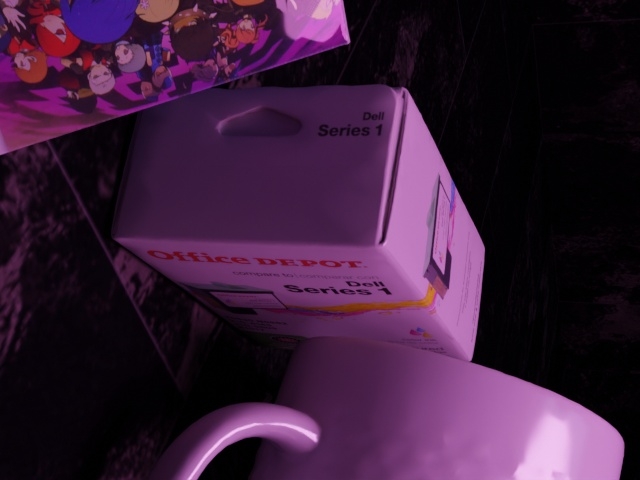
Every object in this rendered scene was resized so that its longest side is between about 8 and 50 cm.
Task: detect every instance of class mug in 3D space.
[{"bbox_3d":[0.023,0.254,0.676,0.374,0.276,0.327,30,68,-32],"label":"mug"}]

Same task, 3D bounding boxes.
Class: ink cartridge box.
[{"bbox_3d":[0.000,0.000,0.718,0.278,0.202,0.117,48,47,-60],"label":"ink cartridge box"}]

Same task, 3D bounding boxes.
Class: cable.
[{"bbox_3d":[-0.059,0.218,0.799,0.150,0.047,0.184,43,53,-62],"label":"cable"}]

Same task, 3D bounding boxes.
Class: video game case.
[{"bbox_3d":[-0.108,-0.166,0.450,0.232,0.042,0.210,-21,122,-18],"label":"video game case"}]
